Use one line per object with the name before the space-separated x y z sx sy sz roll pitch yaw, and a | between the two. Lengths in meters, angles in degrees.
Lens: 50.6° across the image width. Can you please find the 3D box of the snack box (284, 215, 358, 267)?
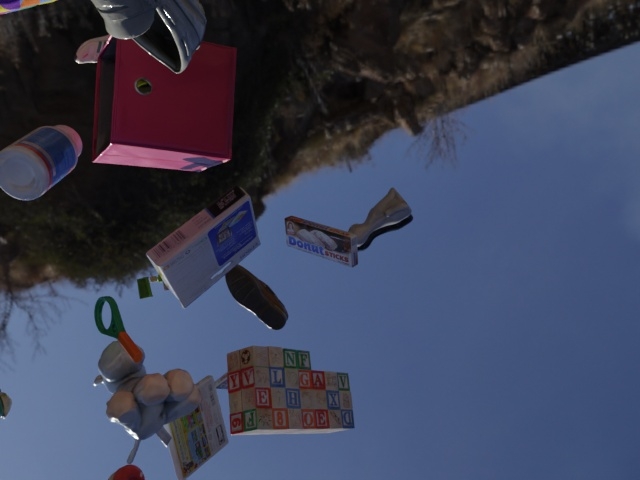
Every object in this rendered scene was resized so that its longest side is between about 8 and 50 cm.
snack box | 0.000 0.000 1.341 0.178 0.064 0.022 17 -148 40

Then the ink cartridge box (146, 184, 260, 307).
ink cartridge box | -0.310 0.021 1.875 0.303 0.307 0.072 -41 -107 -17

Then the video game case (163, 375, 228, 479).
video game case | -0.359 0.536 1.944 0.026 0.227 0.206 -1 -163 34

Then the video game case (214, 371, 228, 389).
video game case | -0.166 0.382 1.879 0.201 0.183 0.023 15 -128 -31

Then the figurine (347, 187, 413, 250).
figurine | 0.157 -0.041 1.931 0.209 0.092 0.215 -39 170 3

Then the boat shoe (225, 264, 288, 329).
boat shoe | -0.243 0.206 2.561 0.110 0.307 0.104 -35 -168 17

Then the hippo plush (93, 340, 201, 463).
hippo plush | -0.459 0.375 1.768 0.234 0.294 0.237 -23 -127 -20

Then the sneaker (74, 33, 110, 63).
sneaker | -0.580 -0.503 1.817 0.161 0.075 0.057 -39 171 -43

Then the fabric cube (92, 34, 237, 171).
fabric cube | -0.353 -0.300 1.507 0.258 0.254 0.259 5 176 -27

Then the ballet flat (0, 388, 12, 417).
ballet flat | -0.957 0.482 2.035 0.052 0.057 0.168 2 -168 -43

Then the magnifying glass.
magnifying glass | -0.490 0.216 1.634 0.026 0.092 0.231 3 -154 -43

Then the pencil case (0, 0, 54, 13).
pencil case | -0.602 -0.529 1.383 0.236 0.104 0.104 -28 -151 -29

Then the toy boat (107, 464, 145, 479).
toy boat | -0.468 0.689 1.779 0.151 0.151 0.231 -26 -139 -8

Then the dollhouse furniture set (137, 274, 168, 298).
dollhouse furniture set | -0.464 0.130 1.962 0.076 0.059 0.151 -14 176 23

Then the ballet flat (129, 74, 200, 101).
ballet flat | -0.311 -0.321 1.434 0.230 0.077 0.077 -10 -129 -30

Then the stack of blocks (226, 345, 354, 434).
stack of blocks | -0.061 0.333 1.487 0.087 0.171 0.297 -23 153 38

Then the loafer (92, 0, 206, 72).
loafer | -0.257 -0.330 0.915 0.112 0.112 0.319 5 172 24

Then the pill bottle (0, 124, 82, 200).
pill bottle | -0.626 -0.187 1.528 0.124 0.124 0.221 -8 -155 12
